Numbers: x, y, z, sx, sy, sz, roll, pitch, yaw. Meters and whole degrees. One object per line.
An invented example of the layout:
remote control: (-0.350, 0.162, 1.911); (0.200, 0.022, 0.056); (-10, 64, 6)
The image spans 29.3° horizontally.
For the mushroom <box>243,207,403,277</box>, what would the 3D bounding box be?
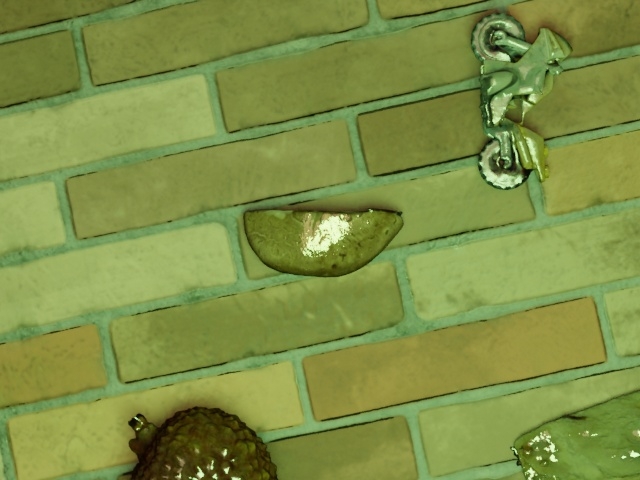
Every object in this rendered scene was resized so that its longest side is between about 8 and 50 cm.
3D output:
mushroom: (0.001, 0.000, 1.584); (0.210, 0.072, 0.094); (4, 94, 3)

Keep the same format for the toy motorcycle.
toy motorcycle: (0.263, -0.181, 1.576); (0.130, 0.094, 0.229); (-3, 90, 1)

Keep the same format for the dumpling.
dumpling: (0.419, 0.257, 1.534); (0.332, 0.086, 0.166); (-26, 81, 5)

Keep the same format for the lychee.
lychee: (-0.149, 0.302, 1.510); (0.238, 0.200, 0.200); (44, 88, 12)
